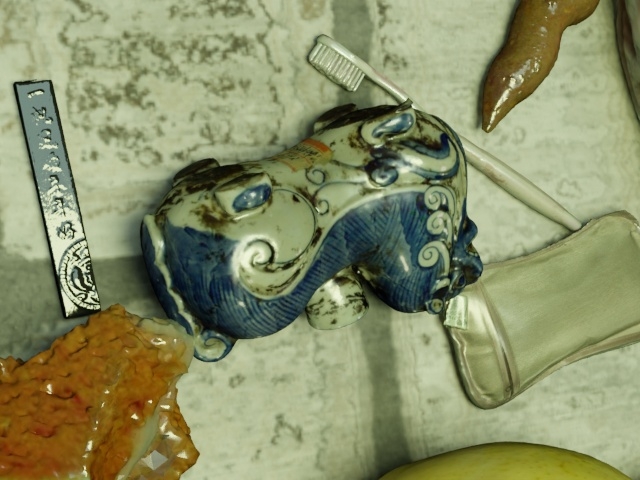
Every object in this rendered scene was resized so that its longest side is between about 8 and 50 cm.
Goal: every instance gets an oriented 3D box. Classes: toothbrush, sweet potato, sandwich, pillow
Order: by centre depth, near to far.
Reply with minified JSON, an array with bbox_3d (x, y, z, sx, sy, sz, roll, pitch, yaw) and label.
[{"bbox_3d":[-0.192,0.182,0.806,0.250,0.162,0.301,36,78,-19],"label":"sandwich"},{"bbox_3d":[0.117,-0.088,1.006,0.307,0.025,0.030,33,85,-15],"label":"toothbrush"},{"bbox_3d":[0.218,0.060,1.026,0.232,0.038,0.131,-22,96,-19],"label":"pillow"},{"bbox_3d":[0.200,-0.190,1.028,0.065,0.051,0.218,41,74,-16],"label":"sweet potato"}]

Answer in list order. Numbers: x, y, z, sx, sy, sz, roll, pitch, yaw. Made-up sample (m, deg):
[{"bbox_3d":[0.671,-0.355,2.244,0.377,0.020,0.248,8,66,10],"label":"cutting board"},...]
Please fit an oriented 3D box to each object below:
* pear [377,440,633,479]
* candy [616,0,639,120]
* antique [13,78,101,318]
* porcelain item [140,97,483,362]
[{"bbox_3d":[0.137,0.300,0.855,0.309,0.309,0.309,1,87,-20],"label":"pear"},{"bbox_3d":[0.378,-0.162,1.006,0.157,0.214,0.290,-17,89,-22],"label":"candy"},{"bbox_3d":[-0.209,-0.034,0.887,0.031,0.015,0.192,-13,92,-21],"label":"antique"},{"bbox_3d":[0.000,0.000,0.912,0.288,0.138,0.186,-25,109,-24],"label":"porcelain item"}]
